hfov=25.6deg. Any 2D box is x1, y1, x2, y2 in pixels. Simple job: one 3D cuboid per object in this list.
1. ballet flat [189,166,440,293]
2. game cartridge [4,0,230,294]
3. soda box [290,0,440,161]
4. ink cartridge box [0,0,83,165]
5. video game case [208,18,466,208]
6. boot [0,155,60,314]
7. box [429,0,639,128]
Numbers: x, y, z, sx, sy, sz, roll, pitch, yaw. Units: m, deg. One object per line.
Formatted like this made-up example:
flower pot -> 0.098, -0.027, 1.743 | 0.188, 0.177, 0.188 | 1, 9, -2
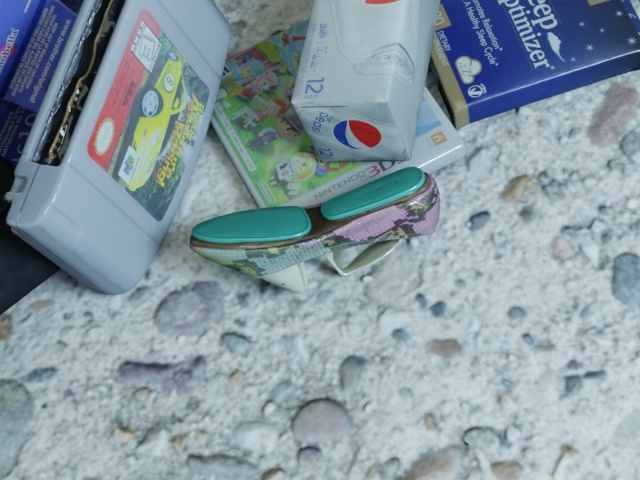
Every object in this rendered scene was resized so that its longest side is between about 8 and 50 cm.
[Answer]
ballet flat -> 0.000, 0.000, 1.227 | 0.221, 0.079, 0.077 | -15, 28, -2
game cartridge -> -0.167, -0.109, 1.243 | 0.060, 0.196, 0.294 | 13, 74, 20
soda box -> 0.053, -0.215, 1.297 | 0.091, 0.098, 0.286 | 1, 60, 20
ink cartridge box -> -0.362, -0.244, 1.322 | 0.395, 0.151, 0.270 | 38, 109, 27
video game case -> 0.002, -0.118, 1.326 | 0.193, 0.023, 0.212 | -27, 59, -6
boot -> -0.356, -0.009, 1.201 | 0.246, 0.094, 0.207 | 38, 48, -3
box -> 0.212, -0.198, 1.332 | 0.225, 0.036, 0.136 | -17, 58, -2
